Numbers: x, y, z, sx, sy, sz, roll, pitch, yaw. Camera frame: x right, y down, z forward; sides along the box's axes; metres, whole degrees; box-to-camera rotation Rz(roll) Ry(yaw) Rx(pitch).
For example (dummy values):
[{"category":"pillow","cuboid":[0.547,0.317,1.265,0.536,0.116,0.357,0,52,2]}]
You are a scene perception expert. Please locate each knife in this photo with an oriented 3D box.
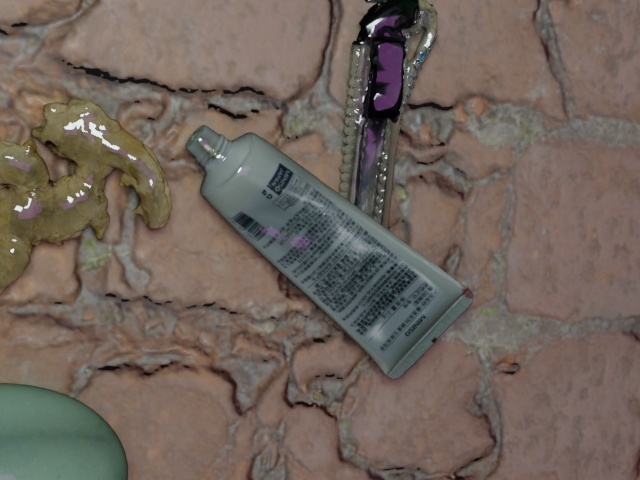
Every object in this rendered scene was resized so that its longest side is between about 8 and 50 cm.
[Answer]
[{"category":"knife","cuboid":[0.059,-0.075,1.496,0.089,0.043,0.365,5,101,-14]}]

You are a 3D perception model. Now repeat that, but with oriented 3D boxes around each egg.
[{"category":"egg","cuboid":[-0.290,0.215,1.347,0.231,0.168,0.168,2,101,-25]}]

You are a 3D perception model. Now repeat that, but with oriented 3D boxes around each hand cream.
[{"category":"hand cream","cuboid":[0.000,0.000,1.462,0.341,0.078,0.124,40,96,-22]}]

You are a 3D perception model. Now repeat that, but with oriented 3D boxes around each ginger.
[{"category":"ginger","cuboid":[-0.275,-0.037,1.361,0.259,0.065,0.149,-24,97,-10]}]
